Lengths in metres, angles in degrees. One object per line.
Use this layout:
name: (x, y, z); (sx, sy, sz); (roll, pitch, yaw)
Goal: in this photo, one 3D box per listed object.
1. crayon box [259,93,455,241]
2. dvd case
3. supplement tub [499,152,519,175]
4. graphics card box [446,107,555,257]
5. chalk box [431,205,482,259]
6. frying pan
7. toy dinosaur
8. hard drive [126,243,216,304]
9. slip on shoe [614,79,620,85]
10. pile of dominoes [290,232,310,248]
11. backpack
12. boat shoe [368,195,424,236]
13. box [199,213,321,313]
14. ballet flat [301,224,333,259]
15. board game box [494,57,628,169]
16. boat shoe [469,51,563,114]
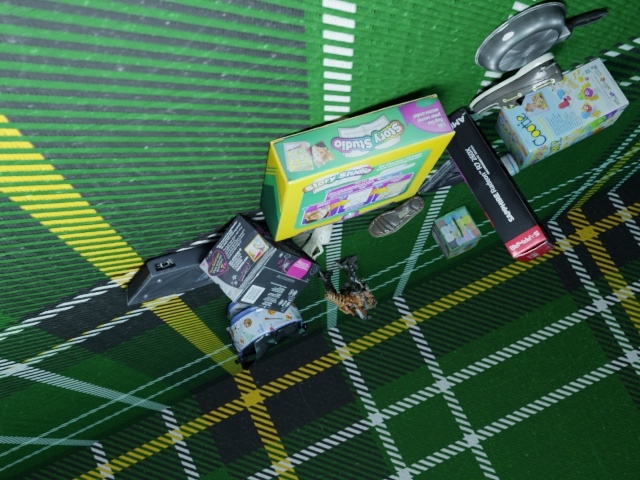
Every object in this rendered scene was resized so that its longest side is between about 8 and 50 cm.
crayon box: (0.064, -0.148, 1.548); (0.363, 0.106, 0.313); (-19, 162, -15)
dvd case: (0.408, -0.206, 2.139); (0.221, 0.018, 0.164); (-15, 160, -35)
supplement tub: (0.552, -0.216, 2.247); (0.107, 0.071, 0.071); (-30, 165, 10)
graphics card box: (0.420, -0.126, 1.744); (0.094, 0.371, 0.233); (-32, 165, 18)
chalk box: (0.496, -0.033, 2.648); (0.132, 0.132, 0.213); (-26, 166, -3)
frying pan: (0.450, -0.406, 1.493); (0.326, 0.053, 0.197); (-8, 158, -43)
toy dinosaur: (0.104, 0.176, 2.513); (0.164, 0.218, 0.322); (-27, 165, 2)
hard drive: (-0.332, 0.076, 1.749); (0.254, 0.054, 0.172); (-14, 160, -43)
slip on shoe: (0.794, -0.408, 2.070); (0.135, 0.041, 0.051); (-29, 165, 8)
pile of dominoes: (-0.050, -0.046, 1.904); (0.196, 0.040, 0.251); (-15, 153, -36)
backpack: (-0.179, 0.263, 2.347); (0.276, 0.213, 0.263); (-29, 174, -15)
boat shoe: (0.234, -0.069, 2.222); (0.190, 0.068, 0.072); (-29, 177, 6)
box: (-0.141, 0.061, 1.731); (0.163, 0.142, 0.247); (-52, 153, 7)
ballet flat: (0.000, 0.000, 1.943); (0.057, 0.052, 0.168); (-16, 154, -36)
board game box: (0.608, -0.319, 1.855); (0.275, 0.144, 0.142); (-26, 166, -1)
boat shoe: (0.430, -0.330, 1.610); (0.081, 0.069, 0.227); (-30, 180, -43)
